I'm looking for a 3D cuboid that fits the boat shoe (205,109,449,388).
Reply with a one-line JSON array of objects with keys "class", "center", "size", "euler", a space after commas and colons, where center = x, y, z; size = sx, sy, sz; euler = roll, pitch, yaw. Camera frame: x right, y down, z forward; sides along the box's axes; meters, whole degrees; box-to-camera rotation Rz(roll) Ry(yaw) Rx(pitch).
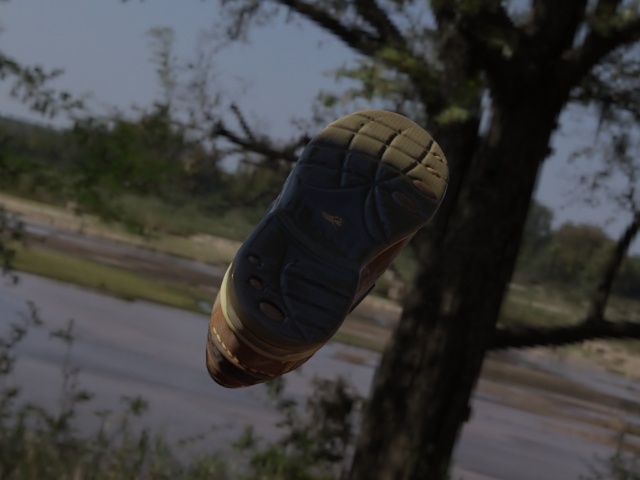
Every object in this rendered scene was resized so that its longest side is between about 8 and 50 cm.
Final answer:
[{"class": "boat shoe", "center": [0.000, 0.000, 0.600], "size": [0.064, 0.060, 0.178], "euler": [39, 44, 0]}]
